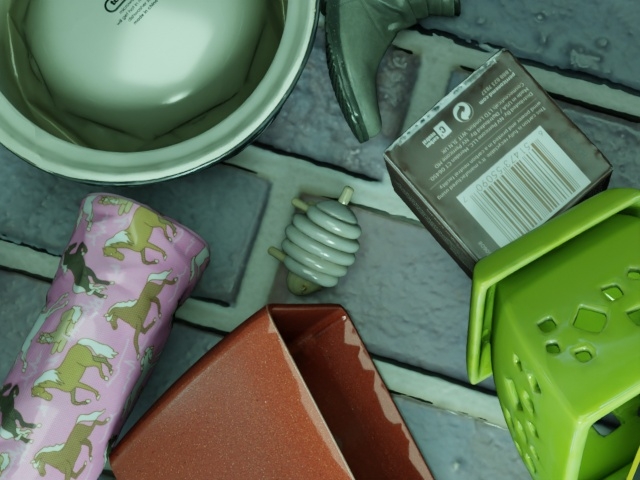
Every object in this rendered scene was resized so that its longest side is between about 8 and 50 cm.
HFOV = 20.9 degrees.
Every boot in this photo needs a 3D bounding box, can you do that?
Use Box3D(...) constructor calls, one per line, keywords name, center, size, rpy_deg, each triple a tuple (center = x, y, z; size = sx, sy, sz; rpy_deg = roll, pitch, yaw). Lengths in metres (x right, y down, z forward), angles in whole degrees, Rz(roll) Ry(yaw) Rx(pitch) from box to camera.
Box3D(name="boot", center=(0.080, -0.239, 1.888), size=(0.161, 0.083, 0.247), rpy_deg=(-12, 82, -2))

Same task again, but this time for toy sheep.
Box3D(name="toy sheep", center=(0.000, 0.000, 1.854), size=(0.091, 0.091, 0.132), rpy_deg=(26, 103, 8))

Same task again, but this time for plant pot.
Box3D(name="plant pot", center=(0.266, 0.096, 1.661), size=(0.227, 0.228, 0.207), rpy_deg=(-29, 60, -15))
Box3D(name="plant pot", center=(-0.051, 0.235, 1.747), size=(0.235, 0.267, 0.267), rpy_deg=(-30, 80, 13))

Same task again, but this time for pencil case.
Box3D(name="pencil case", center=(-0.246, 0.139, 1.788), size=(0.160, 0.167, 0.386), rpy_deg=(33, 72, -34))

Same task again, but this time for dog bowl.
Box3D(name="dog bowl", center=(-0.195, -0.245, 1.877), size=(0.408, 0.150, 0.408), rpy_deg=(-1, 82, 6))

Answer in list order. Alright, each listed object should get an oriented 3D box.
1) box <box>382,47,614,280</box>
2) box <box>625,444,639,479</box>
Box3D(name="box", center=(0.182, -0.063, 1.786), size=(0.168, 0.203, 0.167), rpy_deg=(-41, 80, -2))
Box3D(name="box", center=(0.388, 0.235, 1.629), size=(0.079, 0.257, 0.322), rpy_deg=(41, 129, 38))
